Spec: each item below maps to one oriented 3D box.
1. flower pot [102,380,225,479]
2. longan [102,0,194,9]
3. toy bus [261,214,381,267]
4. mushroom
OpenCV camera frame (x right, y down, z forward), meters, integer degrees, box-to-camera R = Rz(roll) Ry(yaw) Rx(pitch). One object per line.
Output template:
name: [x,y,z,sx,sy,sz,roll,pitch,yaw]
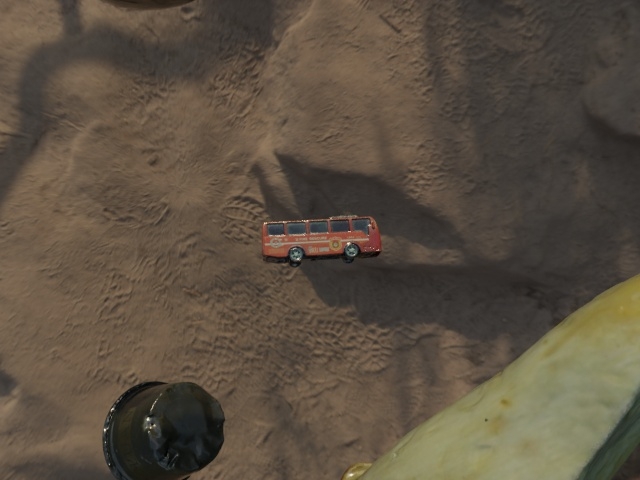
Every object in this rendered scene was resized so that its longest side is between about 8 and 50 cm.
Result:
flower pot: [-0.207,0.264,0.835,0.157,0.106,0.158,22,54,-33]
longan: [-0.219,-0.437,0.758,0.297,0.297,0.298,-1,95,-13]
toy bus: [0.000,0.000,0.556,0.110,0.031,0.043,-3,76,-6]
mushroom: [0.111,0.138,0.366,0.087,0.107,0.333,12,136,-36]
